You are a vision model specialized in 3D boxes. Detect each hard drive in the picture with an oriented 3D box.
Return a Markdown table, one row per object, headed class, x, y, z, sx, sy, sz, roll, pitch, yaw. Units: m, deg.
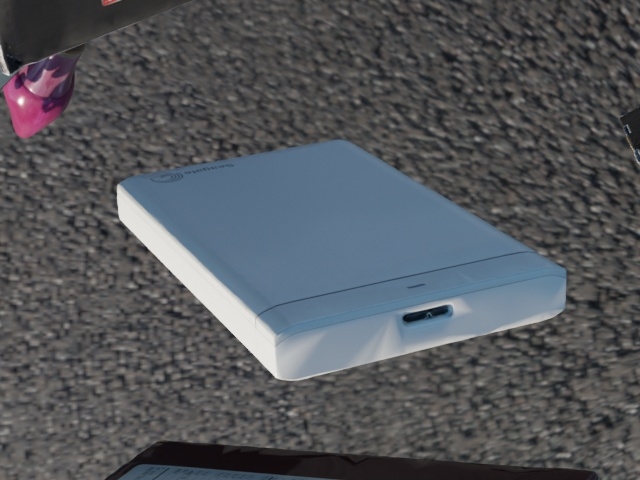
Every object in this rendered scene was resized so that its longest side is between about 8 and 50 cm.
| class | x | y | z | sx | sy | sz | roll | pitch | yaw |
| --- | --- | --- | --- | --- | --- | --- | --- | --- | --- |
| hard drive | 0.000 | 0.000 | 1.082 | 0.353 | 0.233 | 0.047 | -144 | 47 | -58 |

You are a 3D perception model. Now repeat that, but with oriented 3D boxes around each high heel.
| class | x | y | z | sx | sy | sz | roll | pitch | yaw |
| --- | --- | --- | --- | --- | --- | --- | --- | --- | --- |
| high heel | -0.389 | -0.326 | 1.824 | 0.181 | 0.127 | 0.377 | -50 | 35 | 42 |

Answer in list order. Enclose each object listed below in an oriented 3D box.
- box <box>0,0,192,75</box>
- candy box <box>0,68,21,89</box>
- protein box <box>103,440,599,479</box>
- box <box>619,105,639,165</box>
| class | x | y | z | sx | sy | sz | roll | pitch | yaw |
| --- | --- | --- | --- | --- | --- | --- | --- | --- | --- |
| box | 0.026 | -0.205 | 0.345 | 0.296 | 0.293 | 0.073 | -25 | 66 | -20 |
| candy box | -0.252 | -0.254 | 1.207 | 0.071 | 0.159 | 0.233 | 37 | 69 | 5 |
| protein box | -0.003 | 0.192 | 0.465 | 0.201 | 0.136 | 0.199 | -2 | 109 | 38 |
| box | 0.456 | -0.139 | 1.289 | 0.322 | 0.257 | 0.079 | -28 | 103 | 14 |
